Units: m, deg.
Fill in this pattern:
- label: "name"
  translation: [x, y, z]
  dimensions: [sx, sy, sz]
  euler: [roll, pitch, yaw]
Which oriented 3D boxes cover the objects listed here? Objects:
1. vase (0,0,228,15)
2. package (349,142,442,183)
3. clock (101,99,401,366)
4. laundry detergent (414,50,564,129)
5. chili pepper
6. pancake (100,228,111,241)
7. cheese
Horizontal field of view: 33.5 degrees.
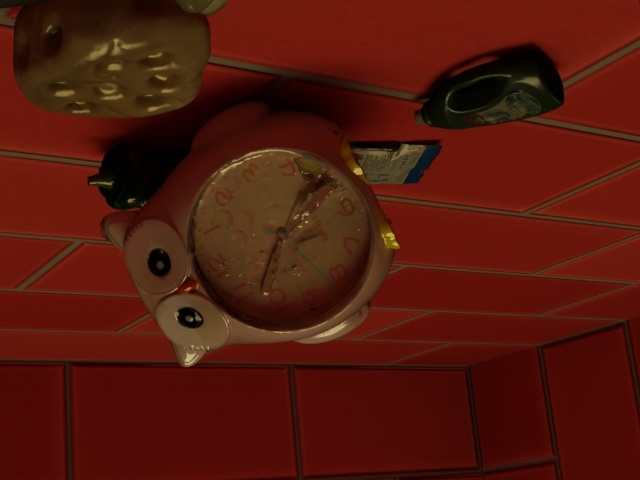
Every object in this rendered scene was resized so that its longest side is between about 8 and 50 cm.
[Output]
- label: "vase"
  translation: [-0.235, -0.272, 0.933]
  dimensions: [0.321, 0.173, 0.173]
  euler: [0, 163, -33]
- label: "package"
  translation: [0.102, -0.125, 1.790]
  dimensions: [0.173, 0.027, 0.171]
  euler: [-3, 160, -12]
- label: "clock"
  translation: [-0.092, -0.007, 1.545]
  dimensions: [0.376, 0.368, 0.250]
  euler: [-26, -167, 7]
- label: "laundry detergent"
  translation: [0.225, -0.204, 1.497]
  dimensions: [0.210, 0.063, 0.137]
  euler: [-12, 160, 28]
- label: "chili pepper"
  translation: [-0.237, -0.093, 1.656]
  dimensions: [0.270, 0.099, 0.136]
  euler: [3, 173, -39]
- label: "pancake"
  translation: [-0.339, -0.022, 1.999]
  dimensions: [0.151, 0.025, 0.151]
  euler: [-6, 165, -2]
- label: "cheese"
  translation: [-0.227, -0.217, 1.195]
  dimensions: [0.235, 0.117, 0.218]
  euler: [-12, 164, 19]
